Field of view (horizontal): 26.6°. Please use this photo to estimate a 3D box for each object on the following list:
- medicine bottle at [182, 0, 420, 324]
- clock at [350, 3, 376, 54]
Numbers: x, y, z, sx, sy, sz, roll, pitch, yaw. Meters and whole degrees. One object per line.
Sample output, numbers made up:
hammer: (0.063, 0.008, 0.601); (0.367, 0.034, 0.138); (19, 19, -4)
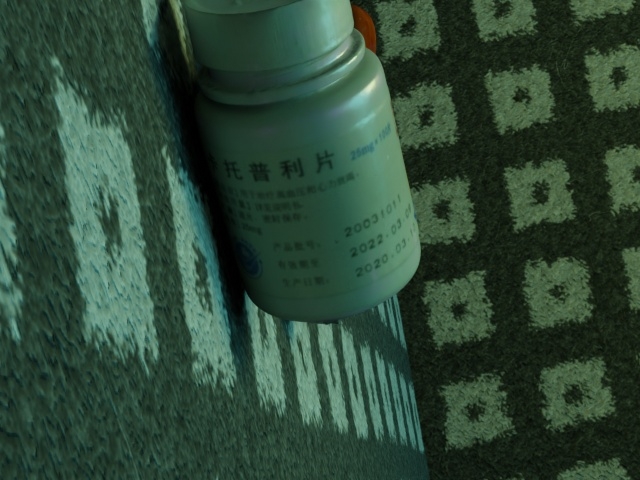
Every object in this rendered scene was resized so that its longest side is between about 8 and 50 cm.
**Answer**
medicine bottle: (-0.017, -0.088, 1.170); (0.170, 0.170, 0.293); (-89, 168, -61)
clock: (0.001, -0.165, 1.506); (0.205, 0.051, 0.205); (-44, -145, 42)
